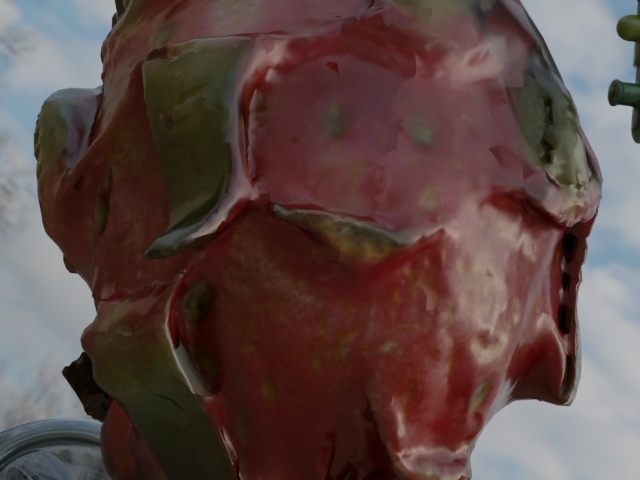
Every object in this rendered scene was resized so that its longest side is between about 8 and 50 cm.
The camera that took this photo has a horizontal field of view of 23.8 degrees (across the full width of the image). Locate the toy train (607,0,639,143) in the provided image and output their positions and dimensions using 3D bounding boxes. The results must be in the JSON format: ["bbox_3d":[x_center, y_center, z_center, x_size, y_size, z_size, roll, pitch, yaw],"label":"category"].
[{"bbox_3d":[0.359,-0.222,1.393,0.237,0.369,0.150,6,-7,-14],"label":"toy train"}]

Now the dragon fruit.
[{"bbox_3d":[-0.003,0.001,0.659,0.231,0.302,0.237,-4,-5,-21],"label":"dragon fruit"}]

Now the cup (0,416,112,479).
[{"bbox_3d":[-0.194,0.275,1.118,0.205,0.205,0.312,33,-35,11],"label":"cup"}]
